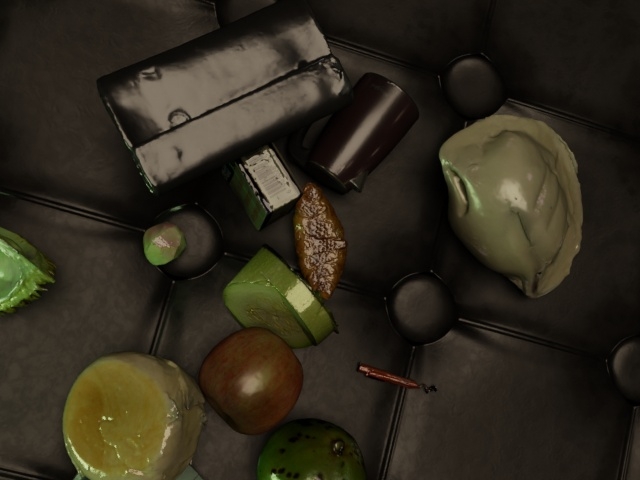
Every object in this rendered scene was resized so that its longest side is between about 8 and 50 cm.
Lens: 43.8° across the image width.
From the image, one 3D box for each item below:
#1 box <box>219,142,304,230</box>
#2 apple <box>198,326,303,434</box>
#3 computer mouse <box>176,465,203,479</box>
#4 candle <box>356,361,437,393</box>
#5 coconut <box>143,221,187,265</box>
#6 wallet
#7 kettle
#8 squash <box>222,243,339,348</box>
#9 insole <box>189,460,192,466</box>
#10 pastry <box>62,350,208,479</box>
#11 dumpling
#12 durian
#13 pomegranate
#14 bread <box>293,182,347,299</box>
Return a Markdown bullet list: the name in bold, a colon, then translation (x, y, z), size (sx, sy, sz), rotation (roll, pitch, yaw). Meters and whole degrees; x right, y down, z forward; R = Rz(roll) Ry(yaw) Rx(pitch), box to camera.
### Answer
- **box**: translation (-0.155, -0.180, 1.520), size (0.084, 0.198, 0.310), rotation (-31, 88, -13)
- **apple**: translation (-0.124, 0.256, 1.469), size (0.174, 0.188, 0.188), rotation (-42, 91, -18)
- **computer mouse**: translation (-0.330, 0.527, 1.435), size (0.288, 0.097, 0.159), rotation (-41, 89, -11)
- **candle**: translation (0.154, 0.281, 1.600), size (0.168, 0.021, 0.026), rotation (19, 59, -6)
- **coconut**: translation (-0.299, 0.004, 1.530), size (0.082, 0.081, 0.083), rotation (15, 114, -18)
- **wallet**: translation (-0.160, -0.260, 1.396), size (0.406, 0.062, 0.228), rotation (-28, 88, -14)
- **kettle**: translation (0.055, -0.217, 1.600), size (0.202, 0.144, 0.232), rotation (36, 79, 16)
- **squash**: translation (-0.071, 0.121, 1.482), size (0.133, 0.220, 0.220), rotation (-43, 91, -17)
- **insole**: translation (-0.271, 0.374, 1.516), size (0.064, 0.004, 0.188), rotation (8, 80, -10)
- **pastry**: translation (-0.331, 0.322, 1.413), size (0.265, 0.133, 0.264), rotation (-5, 73, 18)
- **dumpling**: translation (0.416, -0.083, 1.603), size (0.316, 0.233, 0.395), rotation (-38, 104, -16)
- **durian**: translation (-0.652, 0.017, 1.401), size (0.394, 0.198, 0.163), rotation (29, 79, -3)
- **pomegranate**: translation (-0.028, 0.445, 1.469), size (0.211, 0.211, 0.263), rotation (38, 118, -3)
- **bread**: translation (0.000, 0.000, 1.585), size (0.105, 0.076, 0.232), rotation (-9, 90, 0)
